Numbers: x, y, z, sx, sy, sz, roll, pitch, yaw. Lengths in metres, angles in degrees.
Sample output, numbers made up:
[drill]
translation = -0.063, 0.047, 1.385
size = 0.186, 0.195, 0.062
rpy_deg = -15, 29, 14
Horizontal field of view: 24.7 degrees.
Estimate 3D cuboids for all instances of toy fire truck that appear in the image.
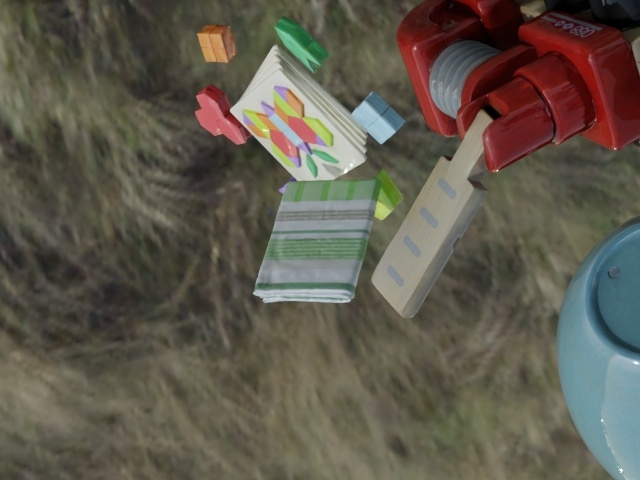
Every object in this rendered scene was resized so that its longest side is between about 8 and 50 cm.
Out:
[toy fire truck]
translation = 0.114, -0.084, 1.009
size = 0.246, 0.217, 0.158
rpy_deg = -28, 117, -12

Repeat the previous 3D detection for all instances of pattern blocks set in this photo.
[pattern blocks set]
translation = -0.027, -0.126, 1.598
size = 0.026, 0.285, 0.325
rpy_deg = -48, 173, -23

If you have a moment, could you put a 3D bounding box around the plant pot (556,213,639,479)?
[plant pot]
translation = 0.330, 0.079, 1.302
size = 0.290, 0.290, 0.195
rpy_deg = -30, 143, 15

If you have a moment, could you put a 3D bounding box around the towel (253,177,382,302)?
[towel]
translation = 0.000, 0.000, 1.532
size = 0.113, 0.152, 0.023
rpy_deg = 1, 144, 23
